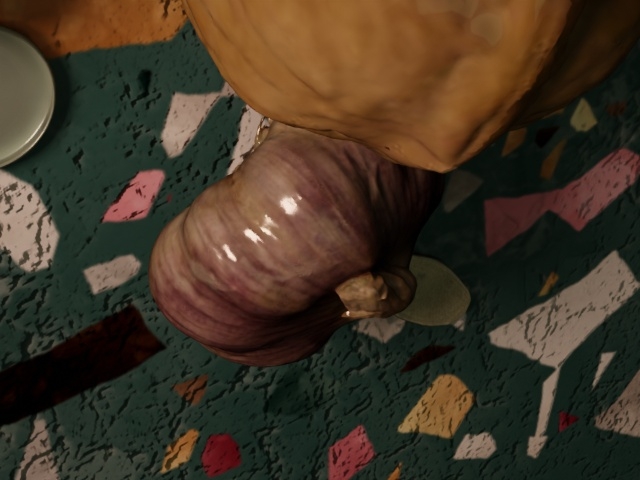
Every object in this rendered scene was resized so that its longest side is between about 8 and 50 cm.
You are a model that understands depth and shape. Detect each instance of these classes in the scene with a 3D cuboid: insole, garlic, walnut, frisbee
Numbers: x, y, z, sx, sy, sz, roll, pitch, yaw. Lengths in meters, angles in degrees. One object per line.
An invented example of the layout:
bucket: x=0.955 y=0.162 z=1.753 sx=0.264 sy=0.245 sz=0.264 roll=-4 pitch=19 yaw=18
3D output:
insole: x=0.062 y=0.033 z=1.149 sx=0.192 sy=0.010 sz=0.063 roll=21 pitch=108 yaw=-38
garlic: x=0.000 y=0.000 z=0.963 sx=0.245 sy=0.160 sz=0.245 roll=-45 pitch=171 yaw=-9
walnut: x=0.056 y=-0.209 z=0.789 sx=0.306 sy=0.306 sz=0.344 roll=2 pitch=77 yaw=-31
frisbee: x=-0.233 y=-0.096 z=0.897 sx=0.110 sy=0.014 sz=0.110 roll=-14 pitch=125 yaw=-20
